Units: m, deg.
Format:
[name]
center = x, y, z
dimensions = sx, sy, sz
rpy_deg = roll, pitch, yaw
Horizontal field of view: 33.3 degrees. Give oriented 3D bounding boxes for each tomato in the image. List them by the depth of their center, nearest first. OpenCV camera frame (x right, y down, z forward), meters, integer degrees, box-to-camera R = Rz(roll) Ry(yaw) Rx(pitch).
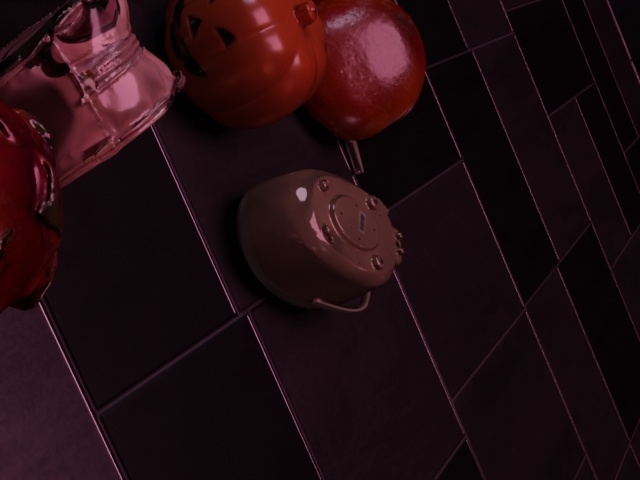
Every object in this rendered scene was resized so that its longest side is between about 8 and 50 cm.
[tomato]
center = 0.059, -0.248, 1.424
dimensions = 0.200, 0.139, 0.233
rpy_deg = 55, 30, -5

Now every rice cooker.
[rice cooker]
center = 0.000, 0.000, 1.200
dimensions = 0.206, 0.127, 0.145
rpy_deg = 22, 55, -41

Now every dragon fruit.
[dragon fruit]
center = -0.284, -0.021, 0.710
dimensions = 0.274, 0.193, 0.192
rpy_deg = -19, 115, -59

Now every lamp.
[lamp]
center = -0.073, -0.221, 1.177
dimensions = 0.187, 0.164, 0.187
rpy_deg = 40, 39, -42

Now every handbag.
[handbag]
center = -0.206, -0.130, 0.893
dimensions = 0.116, 0.179, 0.205
rpy_deg = 53, 4, -18

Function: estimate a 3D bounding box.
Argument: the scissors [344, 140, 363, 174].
[scissors]
center = 0.039, -0.146, 1.459
dimensions = 0.058, 0.014, 0.119
rpy_deg = 8, 62, -56
